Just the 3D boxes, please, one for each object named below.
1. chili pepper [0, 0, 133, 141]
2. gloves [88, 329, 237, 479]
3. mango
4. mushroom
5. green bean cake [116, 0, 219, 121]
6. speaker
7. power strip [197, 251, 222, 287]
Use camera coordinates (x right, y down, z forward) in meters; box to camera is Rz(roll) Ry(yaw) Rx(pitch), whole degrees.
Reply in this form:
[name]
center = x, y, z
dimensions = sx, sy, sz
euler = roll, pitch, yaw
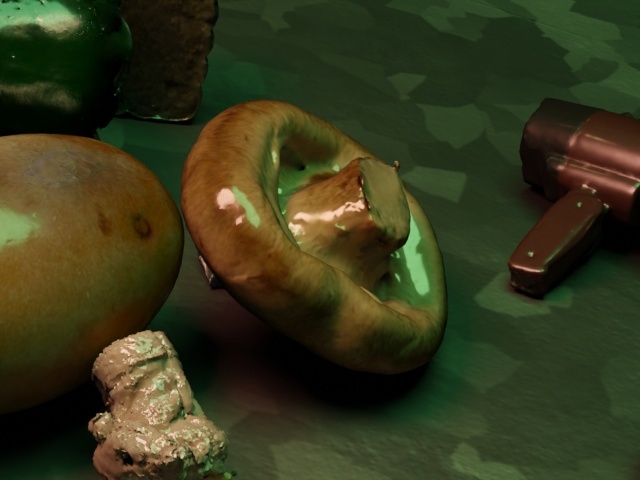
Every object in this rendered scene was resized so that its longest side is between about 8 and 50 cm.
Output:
[chili pepper]
center = -0.313, -0.171, 1.532
dimensions = 0.257, 0.248, 0.233
euler = 2, 33, -21
[gloves]
center = -0.121, 0.139, 1.226
dimensions = 0.094, 0.110, 0.144
euler = -11, 50, -21
[mango]
center = -0.266, 0.033, 1.268
dimensions = 0.221, 0.199, 0.384
euler = 37, 36, 25
[mushroom]
center = 0.000, 0.000, 1.409
dimensions = 0.278, 0.146, 0.278
euler = 37, 31, -28
[green bean cake]
center = -0.199, -0.222, 1.714
dimensions = 0.183, 0.185, 0.094
euler = 7, 26, -10
[speaker]
center = 0.329, -0.013, 1.628
dimensions = 0.330, 0.198, 0.259
euler = 13, 69, 32
[power strip]
center = -0.048, 0.015, 1.523
dimensions = 0.123, 0.032, 0.056
euler = 0, 33, -17
